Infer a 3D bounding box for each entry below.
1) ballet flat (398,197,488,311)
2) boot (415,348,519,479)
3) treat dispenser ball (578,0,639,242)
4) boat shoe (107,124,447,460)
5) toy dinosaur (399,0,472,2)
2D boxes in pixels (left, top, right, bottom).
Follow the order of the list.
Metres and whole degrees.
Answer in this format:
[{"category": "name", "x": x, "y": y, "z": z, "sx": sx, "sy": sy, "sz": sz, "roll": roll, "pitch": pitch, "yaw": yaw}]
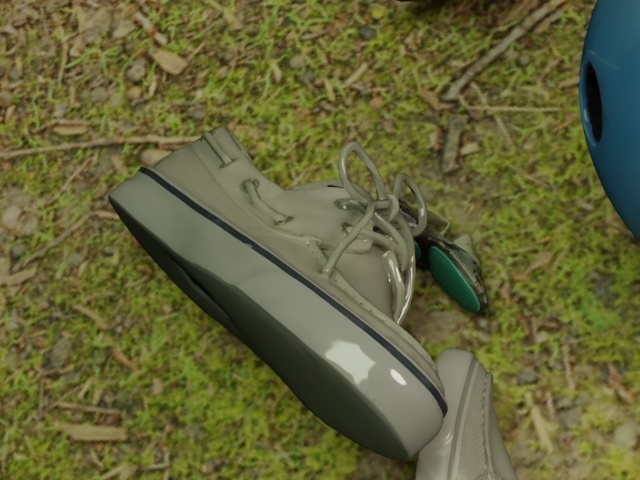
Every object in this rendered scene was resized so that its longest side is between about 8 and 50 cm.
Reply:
[{"category": "ballet flat", "x": 0.081, "y": 0.004, "z": 1.262, "sx": 0.041, "sy": 0.041, "sz": 0.114, "roll": -46, "pitch": 58, "yaw": -9}, {"category": "boot", "x": 0.119, "y": 0.190, "z": 1.122, "sx": 0.123, "sy": 0.095, "sz": 0.258, "roll": 1, "pitch": 66, "yaw": 10}, {"category": "treat dispenser ball", "x": 0.296, "y": -0.093, "z": 1.085, "sx": 0.288, "sy": 0.288, "sz": 0.288, "roll": -9, "pitch": 59, "yaw": 15}, {"category": "boat shoe", "x": 0.003, "y": 0.006, "z": 1.205, "sx": 0.156, "sy": 0.136, "sz": 0.367, "roll": -41, "pitch": 32, "yaw": -10}, {"category": "toy dinosaur", "x": 0.162, "y": -0.275, "z": 1.284, "sx": 0.200, "sy": 0.296, "sz": 0.127, "roll": 5, "pitch": 26, "yaw": -20}]
